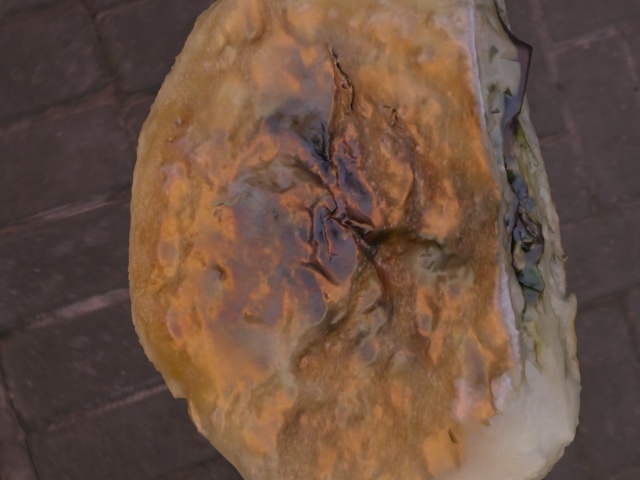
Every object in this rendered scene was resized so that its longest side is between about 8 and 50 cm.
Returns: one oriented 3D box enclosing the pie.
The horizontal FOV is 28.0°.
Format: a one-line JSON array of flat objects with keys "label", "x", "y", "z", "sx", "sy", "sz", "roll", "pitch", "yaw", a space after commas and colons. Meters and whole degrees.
[{"label": "pie", "x": 0.002, "y": 0.000, "z": 0.455, "sx": 0.052, "sy": 0.185, "sz": 0.218, "roll": -5, "pitch": 82, "yaw": -50}]
